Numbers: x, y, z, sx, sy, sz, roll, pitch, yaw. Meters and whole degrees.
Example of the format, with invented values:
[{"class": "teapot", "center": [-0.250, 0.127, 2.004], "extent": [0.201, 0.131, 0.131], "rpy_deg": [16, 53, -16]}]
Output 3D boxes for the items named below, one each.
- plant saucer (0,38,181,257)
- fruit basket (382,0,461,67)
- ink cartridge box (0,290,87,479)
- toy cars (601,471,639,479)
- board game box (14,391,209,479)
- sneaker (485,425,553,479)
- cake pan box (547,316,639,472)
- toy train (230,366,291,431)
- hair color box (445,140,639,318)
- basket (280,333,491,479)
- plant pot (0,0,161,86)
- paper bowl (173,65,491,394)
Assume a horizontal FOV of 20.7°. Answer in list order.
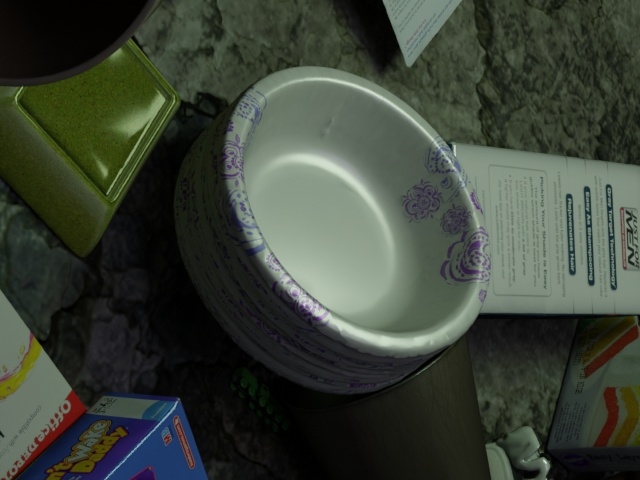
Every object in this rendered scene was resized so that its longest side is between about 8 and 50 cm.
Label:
[{"class": "plant saucer", "center": [-0.198, -0.114, 1.458], "extent": [0.188, 0.045, 0.188], "rpy_deg": [50, 52, -32]}, {"class": "fruit basket", "center": [0.094, -0.410, 1.772], "extent": [0.327, 0.165, 0.353], "rpy_deg": [-55, 140, -36]}, {"class": "ink cartridge box", "center": [-0.270, 0.125, 1.324], "extent": [0.231, 0.078, 0.134], "rpy_deg": [58, 48, -27]}, {"class": "toy cars", "center": [0.284, 0.400, 1.908], "extent": [0.176, 0.087, 0.393], "rpy_deg": [42, 60, -38]}, {"class": "board game box", "center": [-0.151, 0.326, 1.352], "extent": [0.233, 0.078, 0.347], "rpy_deg": [-44, 127, -46]}, {"class": "sneaker", "center": [0.211, 0.342, 1.777], "extent": [0.110, 0.118, 0.292], "rpy_deg": [55, 17, -79]}, {"class": "cake pan box", "center": [0.393, 0.127, 1.937], "extent": [0.070, 0.246, 0.267], "rpy_deg": [41, 58, -37]}, {"class": "toy train", "center": [-0.054, 0.146, 1.609], "extent": [0.083, 0.017, 0.023], "rpy_deg": [48, 42, -33]}, {"class": "hair color box", "center": [0.210, -0.003, 1.853], "extent": [0.347, 0.105, 0.174], "rpy_deg": [3, 83, -47]}, {"class": "basket", "center": [0.081, 0.208, 1.658], "extent": [0.204, 0.154, 0.227], "rpy_deg": [-32, 113, -37]}, {"class": "plant pot", "center": [-0.193, -0.270, 1.342], "extent": [0.274, 0.256, 0.256], "rpy_deg": [-52, 126, -70]}, {"class": "paper bowl", "center": [0.000, 0.000, 1.548], "extent": [0.284, 0.148, 0.284], "rpy_deg": [19, 53, -26]}]
